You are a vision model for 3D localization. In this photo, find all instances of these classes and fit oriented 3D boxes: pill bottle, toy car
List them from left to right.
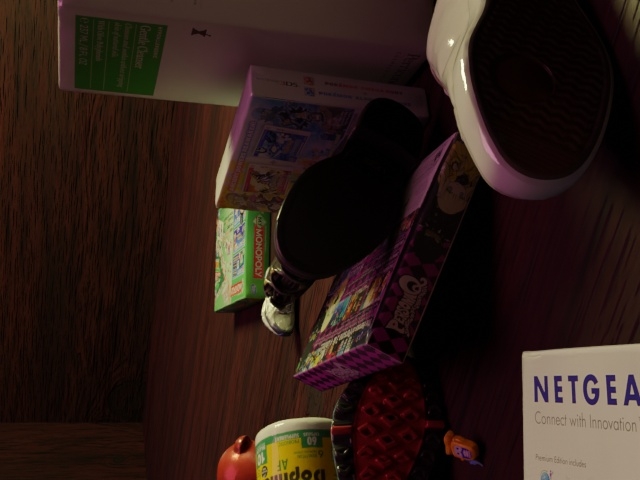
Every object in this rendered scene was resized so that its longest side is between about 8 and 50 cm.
[{"bbox_3d":[-0.014,0.322,1.068,0.117,0.117,0.208,119,151,-57],"label":"pill bottle"},{"bbox_3d":[0.109,0.228,0.770,0.040,0.060,0.122,9,105,42],"label":"toy car"}]

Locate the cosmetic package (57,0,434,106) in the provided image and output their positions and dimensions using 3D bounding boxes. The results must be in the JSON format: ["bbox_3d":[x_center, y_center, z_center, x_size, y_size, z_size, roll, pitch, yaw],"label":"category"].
[{"bbox_3d":[-0.083,-0.245,0.970,0.197,0.365,0.155,131,141,-69],"label":"cosmetic package"}]

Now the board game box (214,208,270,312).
[{"bbox_3d":[-0.152,0.020,1.751,0.317,0.046,0.214,153,119,-72],"label":"board game box"}]

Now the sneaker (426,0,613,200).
[{"bbox_3d":[0.136,-0.121,0.677,0.123,0.105,0.290,106,171,-50],"label":"sneaker"}]

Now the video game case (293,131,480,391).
[{"bbox_3d":[0.059,0.029,0.860,0.210,0.041,0.232,-65,8,-21],"label":"video game case"}]

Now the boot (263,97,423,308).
[{"bbox_3d":[0.000,0.000,0.898,0.263,0.091,0.229,-53,-1,-45],"label":"boot"}]

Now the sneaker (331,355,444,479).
[{"bbox_3d":[0.052,0.239,0.874,0.125,0.104,0.262,99,178,-69],"label":"sneaker"}]

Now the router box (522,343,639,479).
[{"bbox_3d":[0.202,0.192,0.390,0.335,0.082,0.301,150,122,-72],"label":"router box"}]

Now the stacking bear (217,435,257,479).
[{"bbox_3d":[-0.108,0.429,1.311,0.175,0.164,0.289,40,-126,-52],"label":"stacking bear"}]

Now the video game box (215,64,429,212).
[{"bbox_3d":[-0.006,-0.097,0.996,0.205,0.187,0.048,118,151,-55],"label":"video game box"}]

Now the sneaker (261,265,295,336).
[{"bbox_3d":[-0.061,0.083,1.407,0.058,0.052,0.135,118,151,-47],"label":"sneaker"}]
